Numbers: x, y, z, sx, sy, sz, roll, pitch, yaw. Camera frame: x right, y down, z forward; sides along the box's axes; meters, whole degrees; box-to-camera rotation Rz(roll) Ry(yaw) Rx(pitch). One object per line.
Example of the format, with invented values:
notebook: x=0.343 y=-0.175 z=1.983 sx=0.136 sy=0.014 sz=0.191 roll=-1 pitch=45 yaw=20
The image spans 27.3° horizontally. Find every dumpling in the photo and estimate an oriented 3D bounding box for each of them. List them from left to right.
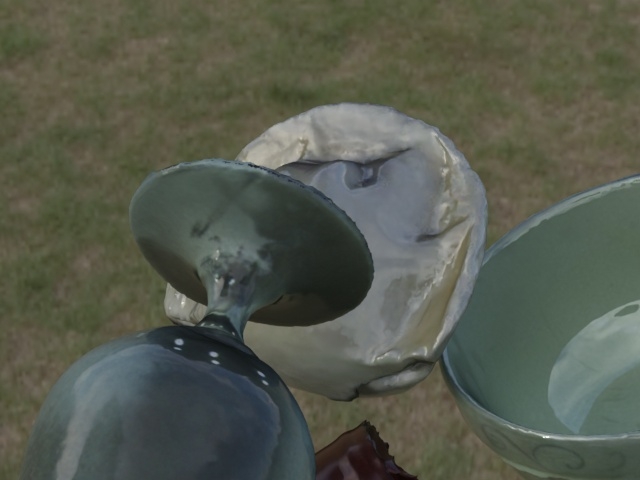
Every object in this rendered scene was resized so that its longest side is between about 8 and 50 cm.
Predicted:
dumpling: x=-0.001 y=-0.001 z=0.983 sx=0.243 sy=0.175 sz=0.227 roll=14 pitch=80 yaw=7

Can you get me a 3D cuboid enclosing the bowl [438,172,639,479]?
bowl: x=0.254 y=0.094 z=1.007 sx=0.307 sy=0.163 sz=0.307 roll=-18 pitch=29 yaw=10

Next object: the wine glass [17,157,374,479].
wine glass: x=-0.056 y=0.089 z=0.454 sx=0.103 sy=0.103 sz=0.231 roll=11 pitch=54 yaw=11

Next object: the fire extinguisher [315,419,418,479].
fire extinguisher: x=-0.098 y=0.196 z=0.561 sx=0.337 sy=0.106 sz=0.147 roll=-32 pitch=36 yaw=2
